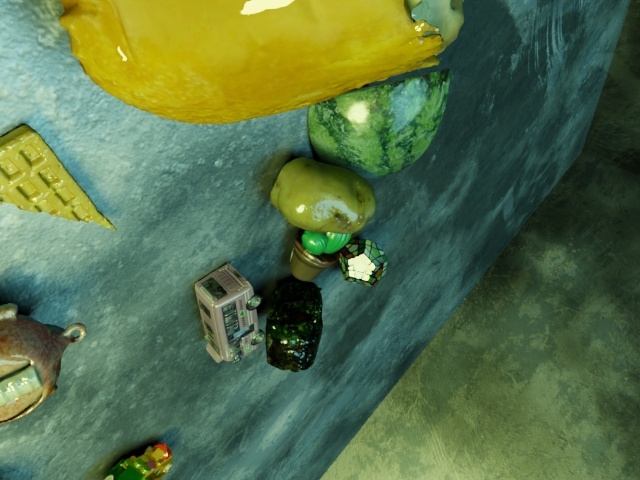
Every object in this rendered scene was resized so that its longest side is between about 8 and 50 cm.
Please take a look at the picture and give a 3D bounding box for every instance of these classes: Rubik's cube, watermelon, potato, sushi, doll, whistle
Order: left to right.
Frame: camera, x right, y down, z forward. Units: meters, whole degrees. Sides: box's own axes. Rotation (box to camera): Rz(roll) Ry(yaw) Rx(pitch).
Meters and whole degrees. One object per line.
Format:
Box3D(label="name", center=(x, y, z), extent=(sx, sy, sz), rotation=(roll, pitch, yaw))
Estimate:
Box3D(label="whistle", center=(-0.460, 0.182, 0.569), extent=(0.346, 0.134, 0.142), rotation=(-25, 148, -29))
Box3D(label="doll", center=(-0.391, 0.513, 1.004), extent=(0.186, 0.106, 0.134), rotation=(-36, 153, -58))
Box3D(label="sushi", center=(-0.055, 0.178, 1.065), extent=(0.225, 0.124, 0.127), rotation=(-81, 179, -61))
Box3D(label="potato", center=(0.004, -0.083, 0.907), extent=(0.200, 0.154, 0.137), rotation=(8, 87, -28))
Box3D(label="Rubik's cube", center=(0.112, 0.058, 1.256), extent=(0.133, 0.133, 0.112), rotation=(39, 62, -60))
Box3D(label="watermelon", center=(0.102, -0.217, 0.940), extent=(0.176, 0.256, 0.260), rotation=(-91, -176, -59))

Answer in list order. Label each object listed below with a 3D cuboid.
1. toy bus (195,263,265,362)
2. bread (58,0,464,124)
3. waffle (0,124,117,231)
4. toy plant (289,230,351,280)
Box3D(label="toy bus", center=(-0.182, 0.153, 0.953), extent=(0.108, 0.096, 0.199), rotation=(-29, 139, -31))
Box3D(label="bread", center=(-0.044, -0.253, 0.478), extent=(0.361, 0.394, 0.250), rotation=(-26, 101, -67))
Box3D(label="waffle", center=(-0.350, -0.038, 0.587), extent=(0.125, 0.032, 0.191), rotation=(-43, 146, -23))
Box3D(label="toy plant", center=(0.000, 0.000, 1.040), extent=(0.143, 0.105, 0.200), rotation=(-19, 145, -55))
